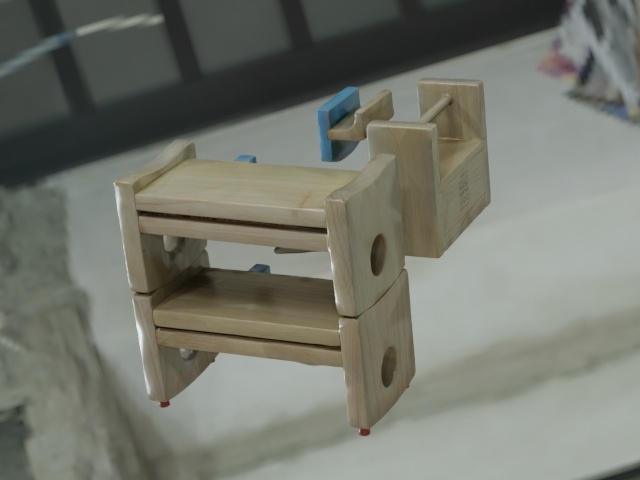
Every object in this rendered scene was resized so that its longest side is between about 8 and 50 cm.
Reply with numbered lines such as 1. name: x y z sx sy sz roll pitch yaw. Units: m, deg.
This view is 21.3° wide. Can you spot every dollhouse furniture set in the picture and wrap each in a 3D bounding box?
1. dollhouse furniture set: 0.000 0.000 0.915 0.184 0.129 0.129 -42 -48 -55
